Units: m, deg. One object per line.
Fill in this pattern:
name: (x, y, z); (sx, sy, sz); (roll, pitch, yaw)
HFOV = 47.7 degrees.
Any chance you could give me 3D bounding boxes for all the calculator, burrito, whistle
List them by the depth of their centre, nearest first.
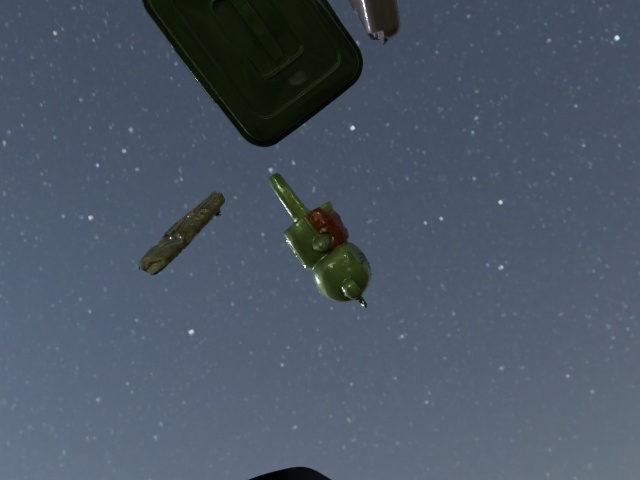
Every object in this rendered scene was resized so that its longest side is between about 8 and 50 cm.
calculator: (0.030, -0.245, 0.585); (0.032, 0.100, 0.175); (-18, -47, 2)
burrito: (-0.232, -0.013, 1.217); (0.185, 0.045, 0.041); (-49, -17, -24)
whistle: (0.000, 0.000, 1.285); (0.106, 0.288, 0.131); (-34, -6, 0)

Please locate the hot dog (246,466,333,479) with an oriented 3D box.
hot dog: (0.048, 0.284, 0.407); (0.194, 0.326, 0.107); (-13, -47, -39)

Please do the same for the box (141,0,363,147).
box: (-0.119, -0.340, 1.226); (0.253, 0.328, 0.178); (-38, 11, -9)
